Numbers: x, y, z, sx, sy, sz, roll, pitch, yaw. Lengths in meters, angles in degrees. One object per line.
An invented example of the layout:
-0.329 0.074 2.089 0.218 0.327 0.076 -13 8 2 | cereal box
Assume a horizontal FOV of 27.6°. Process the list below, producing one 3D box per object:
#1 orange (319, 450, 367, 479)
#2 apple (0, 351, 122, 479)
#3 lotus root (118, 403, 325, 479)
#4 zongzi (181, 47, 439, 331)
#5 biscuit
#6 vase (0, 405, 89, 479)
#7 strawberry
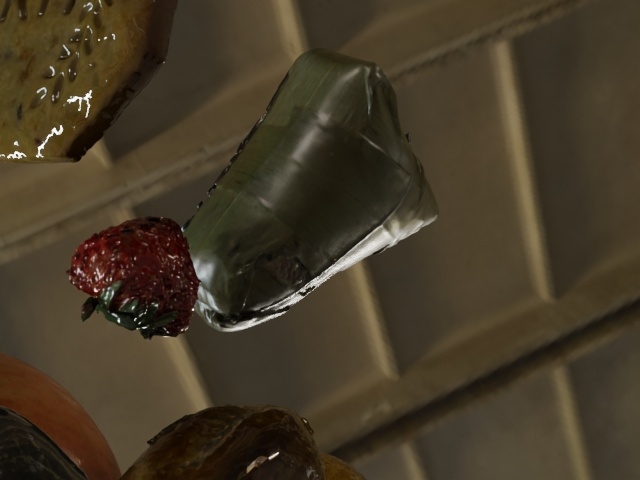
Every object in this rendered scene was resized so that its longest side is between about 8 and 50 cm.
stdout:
-0.034 0.361 1.592 0.236 0.236 0.236 -18 -44 -18 | orange
-0.404 0.278 1.376 0.363 0.364 0.364 -18 -44 -18 | apple
-0.109 0.267 1.296 0.291 0.193 0.193 -46 -26 -44 | lotus root
0.000 0.000 1.649 0.356 0.174 0.393 -52 -33 -11 | zongzi
-0.272 -0.243 1.320 0.359 0.359 0.046 -50 -37 16 | biscuit
-0.186 0.120 0.515 0.182 0.120 0.120 8 -55 -22 | vase
-0.179 0.029 1.354 0.192 0.140 0.085 -7 -41 -50 | strawberry
